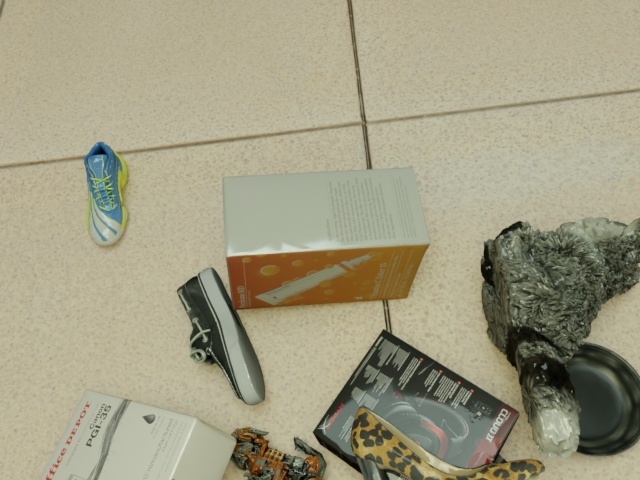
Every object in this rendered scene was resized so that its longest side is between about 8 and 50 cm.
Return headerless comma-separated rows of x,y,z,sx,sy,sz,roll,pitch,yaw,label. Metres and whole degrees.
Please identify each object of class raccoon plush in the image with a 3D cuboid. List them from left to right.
0.453,0.142,1.056,0.299,0.216,0.447,-4,60,0,raccoon plush

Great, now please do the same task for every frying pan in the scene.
0.516,0.276,1.056,0.326,0.053,0.197,6,61,9,frying pan

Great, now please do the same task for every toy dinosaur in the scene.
-0.046,0.434,0.992,0.321,0.164,0.218,19,47,38,toy dinosaur

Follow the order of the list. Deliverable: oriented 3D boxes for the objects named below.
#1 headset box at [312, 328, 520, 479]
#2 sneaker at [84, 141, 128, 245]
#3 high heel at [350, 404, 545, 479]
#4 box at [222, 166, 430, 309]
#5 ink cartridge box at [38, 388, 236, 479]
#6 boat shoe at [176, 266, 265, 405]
0.170,0.323,1.040,0.293,0.110,0.218,29,69,21,headset box
-0.482,-0.111,1.364,0.091,0.126,0.240,-11,59,1,sneaker
0.177,0.305,0.926,0.261,0.093,0.186,-21,67,8,high heel
0.000,0.000,1.157,0.345,0.215,0.168,-3,59,-6,box
-0.306,0.376,1.012,0.282,0.117,0.207,1,58,34,ink cartridge box
-0.197,0.186,1.167,0.104,0.113,0.306,-29,58,-2,boat shoe
